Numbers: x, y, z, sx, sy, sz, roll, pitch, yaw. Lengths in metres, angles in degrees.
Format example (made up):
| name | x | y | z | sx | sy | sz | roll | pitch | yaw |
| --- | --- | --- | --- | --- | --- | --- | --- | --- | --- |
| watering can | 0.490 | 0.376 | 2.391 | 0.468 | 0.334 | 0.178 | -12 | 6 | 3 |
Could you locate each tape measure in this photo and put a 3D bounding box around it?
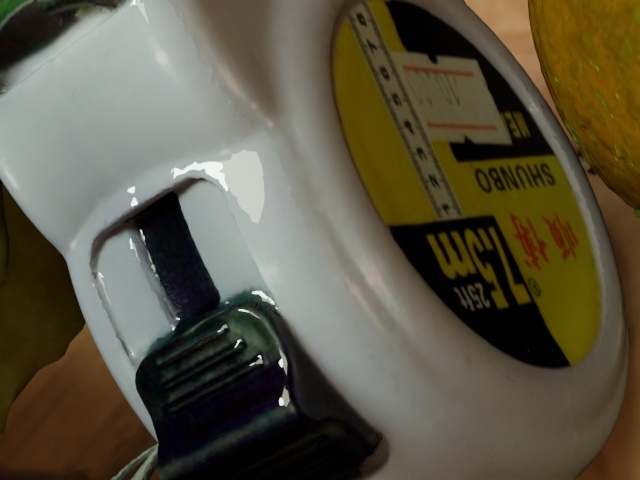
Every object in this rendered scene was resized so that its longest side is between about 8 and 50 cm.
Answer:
| name | x | y | z | sx | sy | sz | roll | pitch | yaw |
| --- | --- | --- | --- | --- | --- | --- | --- | --- | --- |
| tape measure | 0.000 | 0.003 | 0.472 | 0.105 | 0.196 | 0.178 | -31 | 74 | 30 |

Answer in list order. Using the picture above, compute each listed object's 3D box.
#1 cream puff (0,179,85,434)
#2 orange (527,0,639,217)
| name | x | y | z | sx | sy | sz | roll | pitch | yaw |
| --- | --- | --- | --- | --- | --- | --- | --- | --- | --- |
| cream puff | -0.199 | 0.074 | 0.485 | 0.276 | 0.378 | 0.378 | -20 | 42 | -22 |
| orange | 0.156 | -0.069 | 0.439 | 0.179 | 0.158 | 0.237 | -40 | 46 | -4 |
